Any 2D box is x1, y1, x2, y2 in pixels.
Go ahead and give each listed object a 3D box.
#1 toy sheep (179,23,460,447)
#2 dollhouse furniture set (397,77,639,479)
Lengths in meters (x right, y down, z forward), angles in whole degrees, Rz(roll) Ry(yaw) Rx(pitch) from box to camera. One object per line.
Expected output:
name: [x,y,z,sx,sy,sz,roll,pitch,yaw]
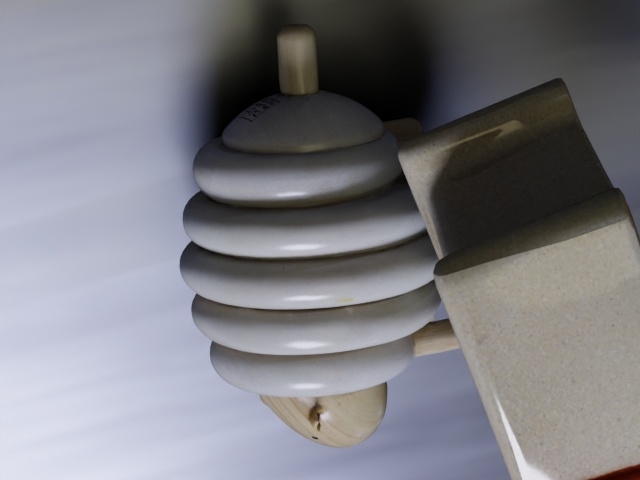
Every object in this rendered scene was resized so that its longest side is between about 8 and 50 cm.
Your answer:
toy sheep: [0.000,0.000,0.524,0.091,0.091,0.132,-8,100,-9]
dollhouse furniture set: [0.163,-0.003,0.460,0.259,0.262,0.135,-21,119,6]
